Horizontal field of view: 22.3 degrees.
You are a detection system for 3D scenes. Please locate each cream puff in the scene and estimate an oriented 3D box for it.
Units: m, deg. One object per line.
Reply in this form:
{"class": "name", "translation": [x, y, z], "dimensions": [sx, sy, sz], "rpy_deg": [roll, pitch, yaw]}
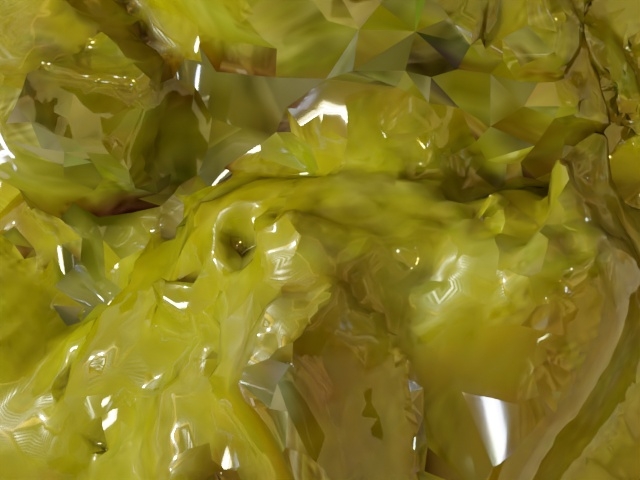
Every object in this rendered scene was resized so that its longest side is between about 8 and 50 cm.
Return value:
{"class": "cream puff", "translation": [0.000, 0.000, 0.506], "dimensions": [0.378, 0.378, 0.275], "rpy_deg": [-33, 5, 26]}
